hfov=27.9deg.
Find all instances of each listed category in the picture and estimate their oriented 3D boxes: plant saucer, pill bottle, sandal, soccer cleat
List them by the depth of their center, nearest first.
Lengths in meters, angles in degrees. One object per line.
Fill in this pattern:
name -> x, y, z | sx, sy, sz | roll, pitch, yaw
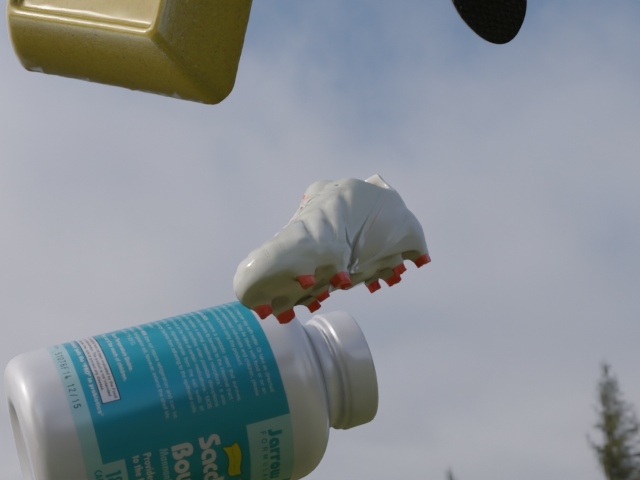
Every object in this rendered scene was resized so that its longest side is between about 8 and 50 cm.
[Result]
soccer cleat -> 0.000, 0.000, 0.795 | 0.068, 0.076, 0.196 | -35, -12, 29
pill bottle -> -0.093, 0.127, 0.972 | 0.264, 0.146, 0.146 | -14, -17, -19
sandal -> 0.129, -0.260, 1.199 | 0.067, 0.179, 0.040 | -38, -4, 2
plant saucer -> -0.208, -0.332, 1.368 | 0.332, 0.333, 0.081 | 14, 3, 37
